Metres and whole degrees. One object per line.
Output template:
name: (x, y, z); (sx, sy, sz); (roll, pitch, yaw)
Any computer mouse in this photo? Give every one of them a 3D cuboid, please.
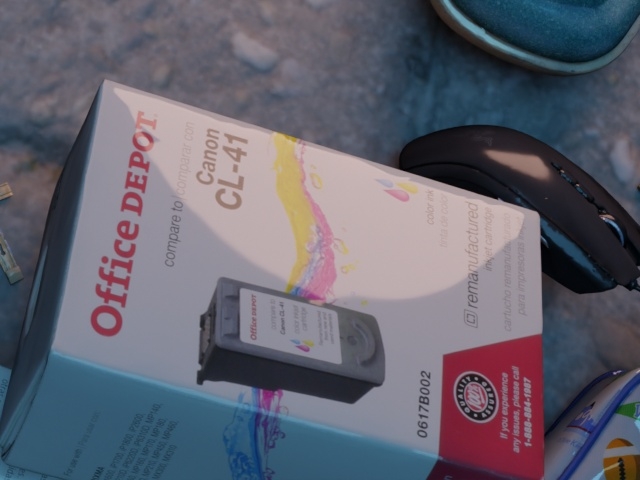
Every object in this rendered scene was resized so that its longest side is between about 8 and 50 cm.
computer mouse: (0.196, -0.030, 1.291); (0.262, 0.060, 0.184); (34, 38, 13)

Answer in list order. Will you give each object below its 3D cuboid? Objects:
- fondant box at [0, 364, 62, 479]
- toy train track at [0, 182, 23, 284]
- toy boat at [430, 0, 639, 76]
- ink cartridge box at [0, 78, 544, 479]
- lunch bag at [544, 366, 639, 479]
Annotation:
fondant box: (-0.255, 0.187, 1.131); (0.330, 0.096, 0.238); (20, 74, -10)
toy train track: (-0.220, -0.010, 1.220); (0.048, 0.014, 0.083); (-26, 88, -18)
toy boat: (0.240, -0.233, 1.321); (0.318, 0.148, 0.267); (19, 75, -11)
ink cartridge box: (-0.022, 0.056, 1.136); (0.306, 0.131, 0.226); (17, 49, -14)
lunch bag: (0.242, 0.244, 1.253); (0.303, 0.115, 0.243); (42, 74, -6)
